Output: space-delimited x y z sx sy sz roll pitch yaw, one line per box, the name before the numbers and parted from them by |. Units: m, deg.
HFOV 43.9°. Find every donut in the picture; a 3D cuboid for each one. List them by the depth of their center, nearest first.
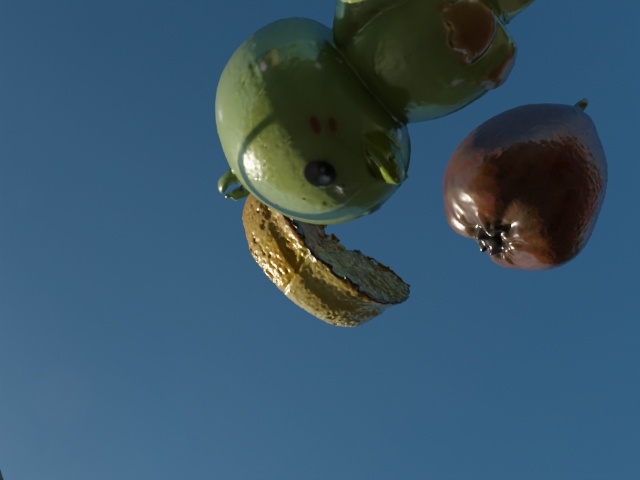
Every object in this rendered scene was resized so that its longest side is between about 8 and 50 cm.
donut | -0.006 -0.001 0.698 0.078 0.181 0.146 -42 -32 23

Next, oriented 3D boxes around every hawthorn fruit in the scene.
hawthorn fruit | 0.276 -0.087 0.998 0.199 0.199 0.251 45 -104 -23

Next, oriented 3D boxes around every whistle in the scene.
whistle | 0.053 -0.101 0.469 0.294 0.141 0.141 -26 -64 26

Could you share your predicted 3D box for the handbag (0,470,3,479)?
handbag | -0.241 0.174 0.473 0.079 0.219 0.256 -18 -88 -2
